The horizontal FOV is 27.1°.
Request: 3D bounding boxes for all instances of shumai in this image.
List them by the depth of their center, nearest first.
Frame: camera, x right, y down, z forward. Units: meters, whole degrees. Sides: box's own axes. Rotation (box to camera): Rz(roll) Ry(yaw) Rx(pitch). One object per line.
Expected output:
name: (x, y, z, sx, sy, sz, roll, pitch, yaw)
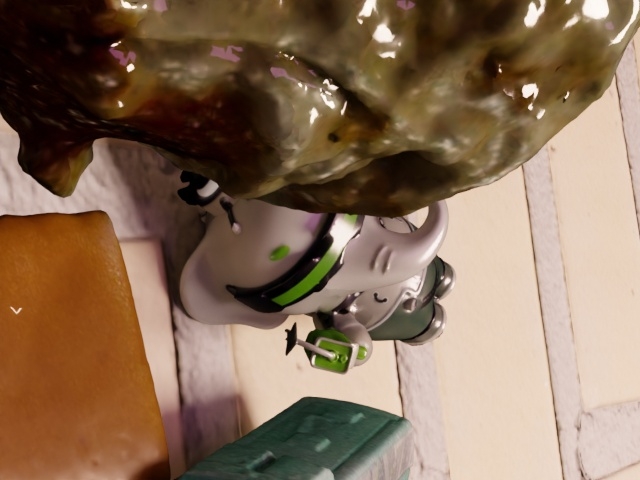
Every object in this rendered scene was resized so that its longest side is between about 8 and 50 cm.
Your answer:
shumai: (-0.047, -0.151, 0.544, 0.288, 0.329, 0.292, 22, 88, -61)

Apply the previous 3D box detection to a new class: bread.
bread: (-0.199, 0.073, 0.470, 0.361, 0.077, 0.138, -9, 77, -55)

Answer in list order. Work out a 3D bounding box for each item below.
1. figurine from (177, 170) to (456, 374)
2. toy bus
figurine: (0.000, 0.000, 0.749, 0.192, 0.126, 0.147, 30, 76, -33)
toy bus: (-0.021, 0.147, 0.639, 0.261, 0.091, 0.109, -16, 116, -74)
